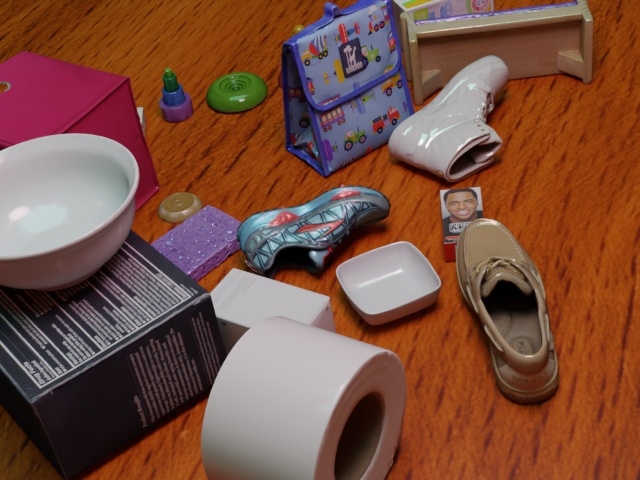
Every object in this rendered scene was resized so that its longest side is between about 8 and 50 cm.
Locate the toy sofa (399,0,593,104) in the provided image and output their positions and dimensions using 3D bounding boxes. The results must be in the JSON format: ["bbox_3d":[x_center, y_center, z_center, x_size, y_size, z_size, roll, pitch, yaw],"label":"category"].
[{"bbox_3d":[0.341,-0.391,2.230,0.363,0.150,0.177,-6,41,5],"label":"toy sofa"}]

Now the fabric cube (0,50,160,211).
[{"bbox_3d":[-0.484,-0.151,2.032,0.258,0.259,0.254,18,46,30],"label":"fabric cube"}]

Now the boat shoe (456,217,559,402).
[{"bbox_3d":[0.279,0.075,1.693,0.122,0.110,0.341,-14,45,-1],"label":"boat shoe"}]

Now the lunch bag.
[{"bbox_3d":[0.039,-0.302,2.074,0.221,0.293,0.138,-30,43,-22],"label":"lunch bag"}]

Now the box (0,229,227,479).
[{"bbox_3d":[-0.344,0.149,1.702,0.294,0.182,0.296,-31,42,-25],"label":"box"}]

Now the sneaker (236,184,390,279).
[{"bbox_3d":[0.000,0.000,1.898,0.262,0.104,0.125,-18,57,-3],"label":"sneaker"}]

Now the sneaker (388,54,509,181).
[{"bbox_3d":[0.282,-0.212,2.073,0.292,0.108,0.169,-42,50,-20],"label":"sneaker"}]

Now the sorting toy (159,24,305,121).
[{"bbox_3d":[-0.153,-0.346,2.301,0.366,0.126,0.127,-16,40,-8],"label":"sorting toy"}]

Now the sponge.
[{"bbox_3d":[-0.228,0.022,1.949,0.117,0.031,0.210,28,53,37],"label":"sponge"}]

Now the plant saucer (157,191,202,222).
[{"bbox_3d":[-0.256,-0.064,2.069,0.083,0.015,0.083,-6,40,5],"label":"plant saucer"}]

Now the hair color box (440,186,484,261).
[{"bbox_3d":[0.237,-0.028,1.900,0.072,0.043,0.141,-5,39,6],"label":"hair color box"}]

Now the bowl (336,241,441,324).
[{"bbox_3d":[0.107,0.074,1.798,0.142,0.053,0.142,-20,41,-12],"label":"bowl"}]

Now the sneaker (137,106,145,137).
[{"bbox_3d":[-0.389,-0.214,2.241,0.085,0.058,0.152,-5,35,-3],"label":"sneaker"}]

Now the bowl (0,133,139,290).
[{"bbox_3d":[-0.395,-0.020,1.673,0.298,0.134,0.297,-7,38,5],"label":"bowl"}]

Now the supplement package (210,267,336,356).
[{"bbox_3d":[-0.078,0.131,1.728,0.179,0.105,0.105,15,45,28],"label":"supplement package"}]

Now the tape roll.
[{"bbox_3d":[-0.018,0.235,1.482,0.169,0.246,0.246,16,46,27],"label":"tape roll"}]

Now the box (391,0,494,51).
[{"bbox_3d":[0.250,-0.479,2.383,0.203,0.114,0.103,-19,41,-13],"label":"box"}]
